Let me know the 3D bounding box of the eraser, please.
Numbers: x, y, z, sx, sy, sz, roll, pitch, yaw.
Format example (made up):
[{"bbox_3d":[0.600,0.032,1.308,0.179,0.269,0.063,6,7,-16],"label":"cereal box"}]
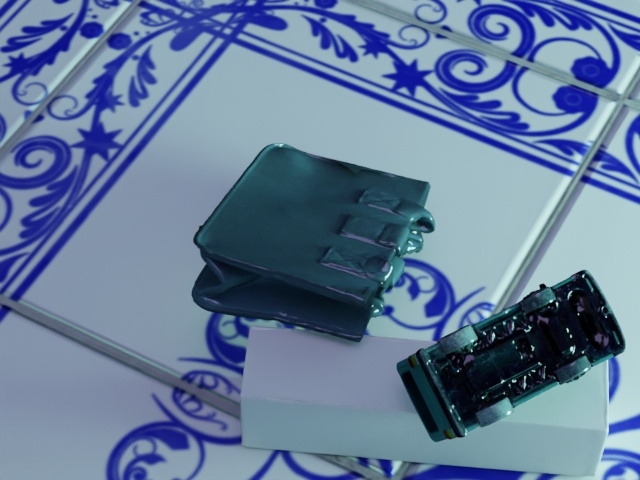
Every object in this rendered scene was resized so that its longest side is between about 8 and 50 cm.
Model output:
[{"bbox_3d":[0.084,0.133,1.351,0.298,0.078,0.076,4,51,3],"label":"eraser"}]

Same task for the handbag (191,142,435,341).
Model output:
[{"bbox_3d":[0.000,0.000,1.427,0.179,0.062,0.229,15,31,10],"label":"handbag"}]

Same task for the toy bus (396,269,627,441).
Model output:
[{"bbox_3d":[0.148,0.091,1.277,0.160,0.092,0.079,-25,85,-19],"label":"toy bus"}]
